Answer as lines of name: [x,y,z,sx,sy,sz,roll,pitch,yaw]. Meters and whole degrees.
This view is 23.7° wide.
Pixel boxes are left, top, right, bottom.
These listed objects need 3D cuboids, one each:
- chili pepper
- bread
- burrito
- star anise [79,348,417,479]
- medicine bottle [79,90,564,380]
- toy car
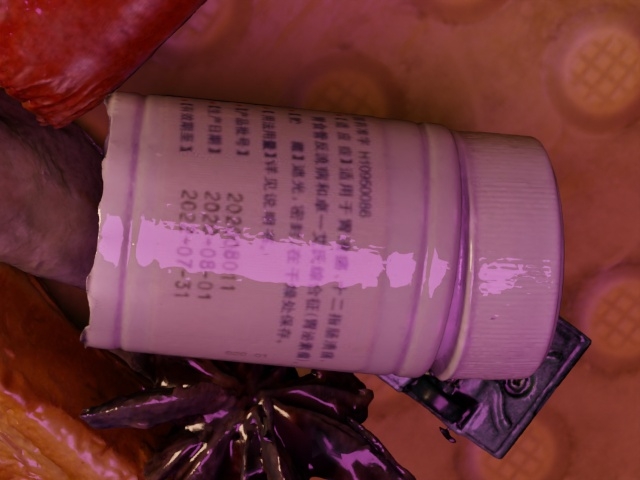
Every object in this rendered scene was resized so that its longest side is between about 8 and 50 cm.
chili pepper: [-0.182,-0.252,1.096,0.251,0.229,0.305,43,101,-11]
bread: [-0.236,0.149,1.259,0.195,0.149,0.344,-35,110,28]
burrito: [-0.275,-0.063,1.169,0.107,0.175,0.347,-36,145,26]
star anise: [-0.062,0.135,1.183,0.282,0.212,0.129,29,143,2]
medicine bottle: [0.000,0.000,1.120,0.332,0.190,0.190,6,107,-7]
toy car: [0.061,0.045,1.281,0.320,0.097,0.141,36,95,-11]
